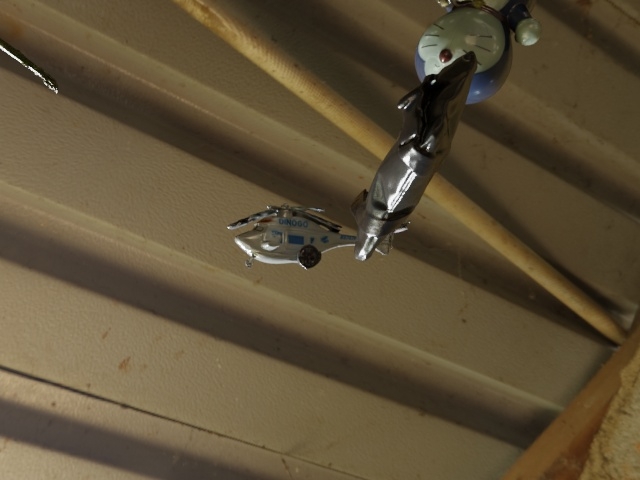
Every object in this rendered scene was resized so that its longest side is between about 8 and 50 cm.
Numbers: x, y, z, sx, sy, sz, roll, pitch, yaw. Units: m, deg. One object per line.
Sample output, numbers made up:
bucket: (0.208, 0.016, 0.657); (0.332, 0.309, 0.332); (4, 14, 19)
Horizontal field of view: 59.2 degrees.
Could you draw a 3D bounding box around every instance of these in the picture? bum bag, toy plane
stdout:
bum bag: (0.060, -0.056, 0.433); (0.049, 0.197, 0.087); (23, -126, -3)
toy plane: (-0.002, 0.002, 0.918); (0.273, 0.182, 0.107); (9, -101, -36)

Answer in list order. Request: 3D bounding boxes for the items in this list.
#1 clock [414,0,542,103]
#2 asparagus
clock: (0.256, -0.337, 0.907); (0.146, 0.199, 0.243); (24, -84, -54)
asparagus: (-0.368, -0.222, 0.695); (0.114, 0.015, 0.014); (41, -136, -47)
